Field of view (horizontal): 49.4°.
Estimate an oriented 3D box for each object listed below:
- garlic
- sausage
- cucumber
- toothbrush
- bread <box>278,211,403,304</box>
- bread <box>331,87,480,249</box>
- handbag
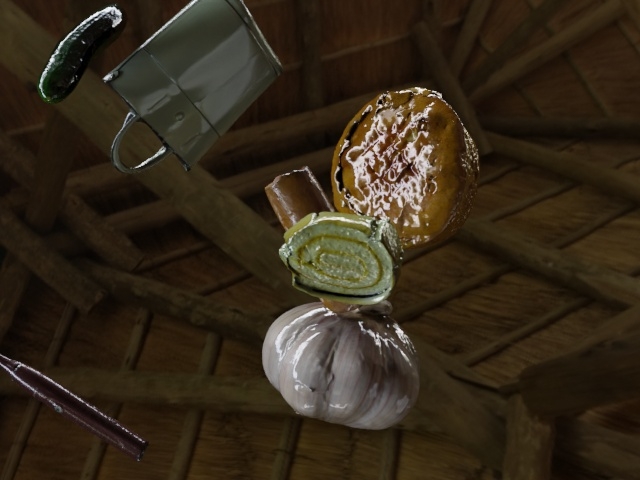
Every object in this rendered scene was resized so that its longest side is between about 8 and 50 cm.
[{"bbox_3d":[0.036,0.229,1.285,0.322,0.322,0.240,1,-105,-26],"label":"garlic"},{"bbox_3d":[-0.002,0.001,1.224,0.109,0.109,0.270,-26,-93,-32],"label":"sausage"},{"bbox_3d":[-0.327,-0.271,0.969,0.056,0.056,0.284,27,-141,-14],"label":"cucumber"},{"bbox_3d":[-0.430,0.238,1.102,0.364,0.041,0.041,33,-122,-2],"label":"toothbrush"},{"bbox_3d":[0.025,0.019,0.873,0.156,0.117,0.064,11,-149,6],"label":"bread"},{"bbox_3d":[0.195,-0.153,1.582,0.204,0.337,0.358,10,-103,-54],"label":"bread"},{"bbox_3d":[-0.219,-0.235,1.103,0.315,0.241,0.109,-45,-124,-4],"label":"handbag"}]
